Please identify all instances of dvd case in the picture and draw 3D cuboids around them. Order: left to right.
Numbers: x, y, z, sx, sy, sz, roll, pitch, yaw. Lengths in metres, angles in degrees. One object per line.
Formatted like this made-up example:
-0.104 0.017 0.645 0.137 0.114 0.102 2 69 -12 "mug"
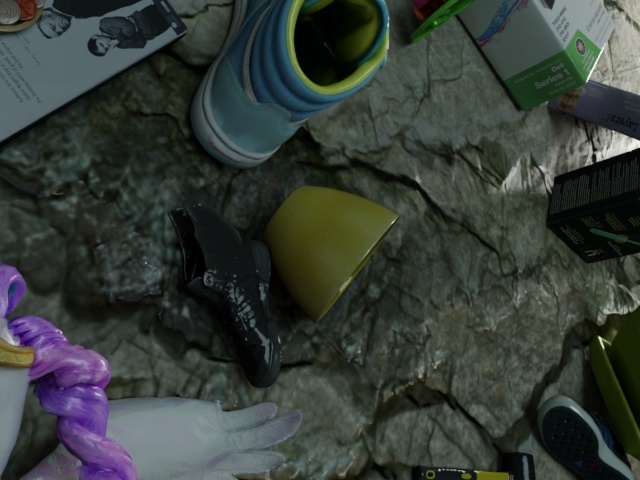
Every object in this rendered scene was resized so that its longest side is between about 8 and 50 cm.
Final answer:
-0.248 -0.203 0.579 0.179 0.029 0.238 54 50 -14 "dvd case"

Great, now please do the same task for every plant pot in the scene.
0.000 0.000 0.675 0.095 0.134 0.134 38 51 5 "plant pot"
0.532 0.213 0.972 0.228 0.207 0.227 32 34 -29 "plant pot"

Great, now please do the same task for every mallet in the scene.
0.185 0.267 0.802 0.190 0.039 0.062 22 64 -30 "mallet"

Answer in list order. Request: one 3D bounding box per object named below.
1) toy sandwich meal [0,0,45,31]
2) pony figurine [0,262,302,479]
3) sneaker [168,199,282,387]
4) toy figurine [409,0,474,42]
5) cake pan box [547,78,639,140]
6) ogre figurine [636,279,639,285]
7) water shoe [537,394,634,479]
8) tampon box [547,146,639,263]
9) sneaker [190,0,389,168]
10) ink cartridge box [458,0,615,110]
-0.255 -0.204 0.532 0.085 0.029 0.085 13 69 -38 "toy sandwich meal"
-0.148 0.199 0.411 0.351 0.303 0.363 17 81 -27 "pony figurine"
-0.089 0.050 0.625 0.089 0.051 0.170 8 67 -39 "sneaker"
0.138 -0.374 0.909 0.159 0.130 0.173 53 49 -3 "toy figurine"
0.547 -0.188 1.111 0.246 0.267 0.070 1 115 -40 "cake pan box"
0.599 0.007 1.194 0.197 0.097 0.118 -17 100 -31 "ogre figurine"
0.356 0.266 0.936 0.203 0.073 0.080 50 30 -24 "water shoe"
0.452 -0.051 1.040 0.120 0.161 0.101 38 55 -27 "tampon box"
0.001 -0.231 0.679 0.127 0.208 0.319 30 59 -29 "sneaker"
0.314 -0.377 1.051 0.278 0.117 0.201 50 51 -17 "ink cartridge box"
